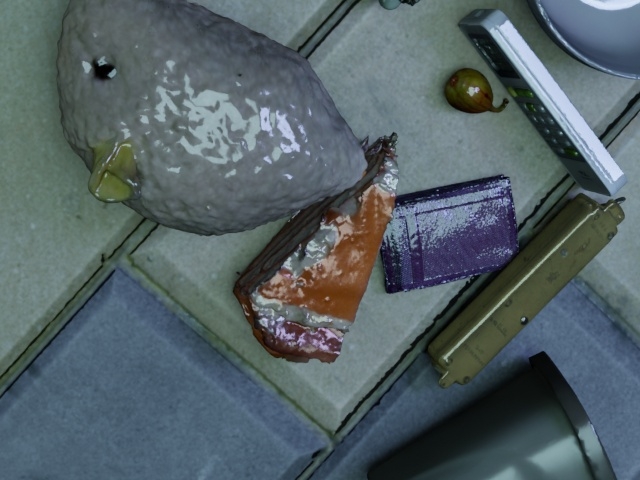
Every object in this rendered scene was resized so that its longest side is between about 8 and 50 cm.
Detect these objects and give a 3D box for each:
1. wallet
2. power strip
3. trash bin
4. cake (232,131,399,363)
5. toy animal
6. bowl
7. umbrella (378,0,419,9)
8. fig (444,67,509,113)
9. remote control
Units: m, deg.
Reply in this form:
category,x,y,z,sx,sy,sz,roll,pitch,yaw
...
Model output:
category,x,y,z,sx,sy,sz,roll,pitch,yaw
wallet,0.146,-0.007,1.865,0.165,0.030,0.111,-13,101,-9
power strip,0.238,0.052,1.880,0.305,0.044,0.064,-45,129,0
trash bin,0.201,0.287,1.839,0.250,0.220,0.219,-28,101,2
cake,0.001,0.001,1.804,0.135,0.098,0.287,24,94,-14
toy animal,-0.123,-0.121,1.711,0.358,0.188,0.227,25,94,-8
bowl,0.343,-0.323,1.794,0.287,0.144,0.287,-2,99,-11
umbrella,0.113,-0.312,1.795,0.143,0.062,0.067,-51,136,-6
fig,0.180,-0.163,1.843,0.083,0.050,0.050,21,95,-33
remote control,0.250,-0.155,1.825,0.034,0.103,0.250,-40,105,-5
